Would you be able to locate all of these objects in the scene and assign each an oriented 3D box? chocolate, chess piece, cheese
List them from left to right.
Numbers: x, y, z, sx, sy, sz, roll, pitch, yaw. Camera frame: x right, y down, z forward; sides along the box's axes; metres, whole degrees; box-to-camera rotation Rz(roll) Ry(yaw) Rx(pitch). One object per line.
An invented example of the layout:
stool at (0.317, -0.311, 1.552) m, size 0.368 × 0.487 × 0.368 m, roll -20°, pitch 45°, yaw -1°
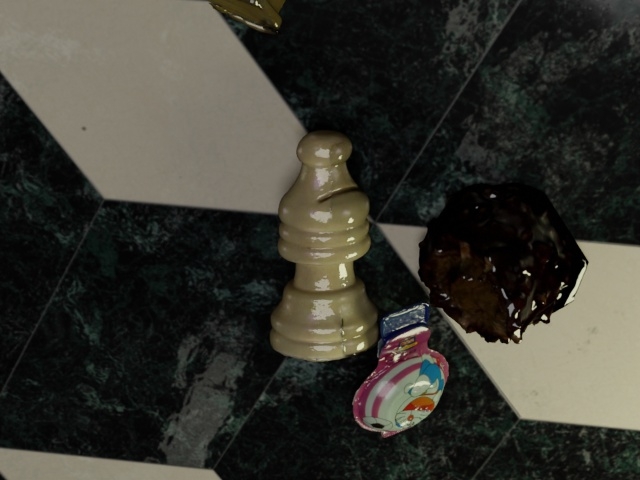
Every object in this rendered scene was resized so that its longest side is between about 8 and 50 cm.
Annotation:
chess piece at (0.000, 0.000, 1.973) m, size 0.138 × 0.124 × 0.307 m, roll 15°, pitch 120°, yaw 32°
cheese at (0.113, 0.184, 2.049) m, size 0.155 × 0.062 × 0.244 m, roll -18°, pitch 134°, yaw -22°
chocolate at (0.225, 0.060, 1.931) m, size 0.206 × 0.177 × 0.224 m, roll -27°, pitch 111°, yaw 21°

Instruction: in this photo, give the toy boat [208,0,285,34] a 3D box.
toy boat at (-0.229, -0.389, 1.774) m, size 0.445 × 0.162 × 0.136 m, roll 23°, pitch 81°, yaw -7°
